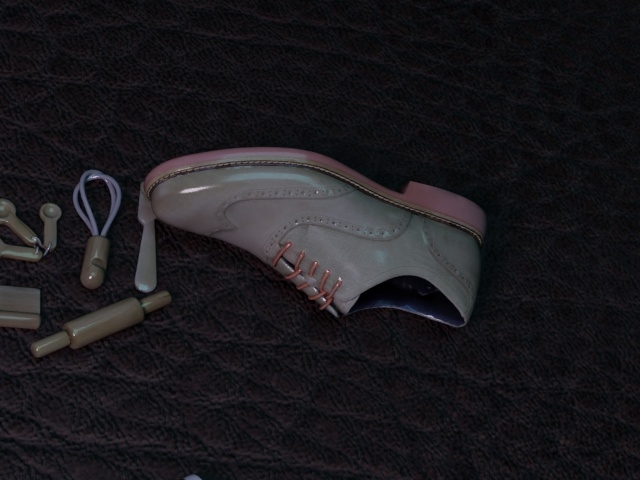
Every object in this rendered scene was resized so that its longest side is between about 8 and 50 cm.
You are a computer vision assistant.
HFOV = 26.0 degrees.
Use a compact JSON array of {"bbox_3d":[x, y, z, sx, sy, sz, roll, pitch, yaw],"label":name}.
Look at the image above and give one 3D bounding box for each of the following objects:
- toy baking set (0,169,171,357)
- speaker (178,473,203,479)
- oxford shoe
[{"bbox_3d":[-0.251,0.016,1.475,0.256,0.030,0.197,-18,67,-29],"label":"toy baking set"},{"bbox_3d":[-0.169,0.275,1.326,0.136,0.055,0.055,-21,69,-30],"label":"speaker"},{"bbox_3d":[0.000,0.000,1.520,0.397,0.140,0.146,10,63,-13],"label":"oxford shoe"}]
